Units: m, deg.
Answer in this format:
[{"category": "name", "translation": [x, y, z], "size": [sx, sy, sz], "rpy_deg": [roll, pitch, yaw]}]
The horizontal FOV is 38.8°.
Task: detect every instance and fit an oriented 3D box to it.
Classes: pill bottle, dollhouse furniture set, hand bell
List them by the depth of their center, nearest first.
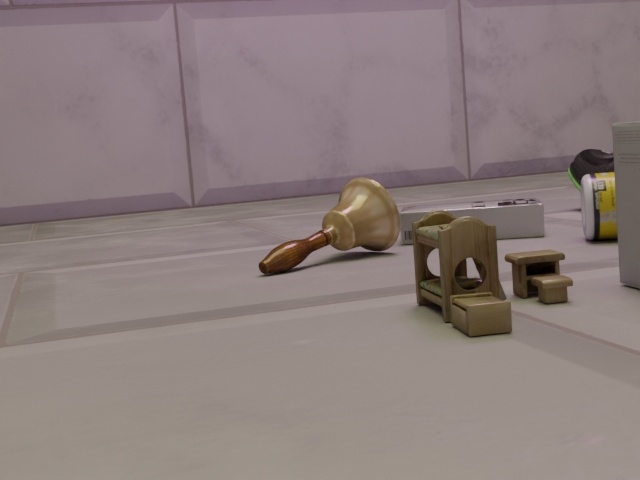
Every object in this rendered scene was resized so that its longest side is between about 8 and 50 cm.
[{"category": "dollhouse furniture set", "translation": [0.193, 0.020, 0.909], "size": [0.160, 0.101, 0.182], "rpy_deg": [-6, 6, -9]}, {"category": "hand bell", "translation": [0.000, 0.000, 1.378], "size": [0.126, 0.126, 0.242], "rpy_deg": [2, 21, 44]}, {"category": "pill bottle", "translation": [0.494, -0.056, 1.382], "size": [0.184, 0.103, 0.103], "rpy_deg": [-4, 6, 12]}]

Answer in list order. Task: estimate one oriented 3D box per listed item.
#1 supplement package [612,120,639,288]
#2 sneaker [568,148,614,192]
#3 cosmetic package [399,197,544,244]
[{"category": "supplement package", "translation": [0.384, -0.040, 0.962], "size": [0.105, 0.179, 0.105], "rpy_deg": [-6, 7, -12]}, {"category": "sneaker", "translation": [0.662, -0.155, 1.708], "size": [0.185, 0.202, 0.482], "rpy_deg": [-7, 7, -26]}, {"category": "cosmetic package", "translation": [0.258, -0.034, 1.556], "size": [0.238, 0.061, 0.099], "rpy_deg": [-3, 5, 10]}]
